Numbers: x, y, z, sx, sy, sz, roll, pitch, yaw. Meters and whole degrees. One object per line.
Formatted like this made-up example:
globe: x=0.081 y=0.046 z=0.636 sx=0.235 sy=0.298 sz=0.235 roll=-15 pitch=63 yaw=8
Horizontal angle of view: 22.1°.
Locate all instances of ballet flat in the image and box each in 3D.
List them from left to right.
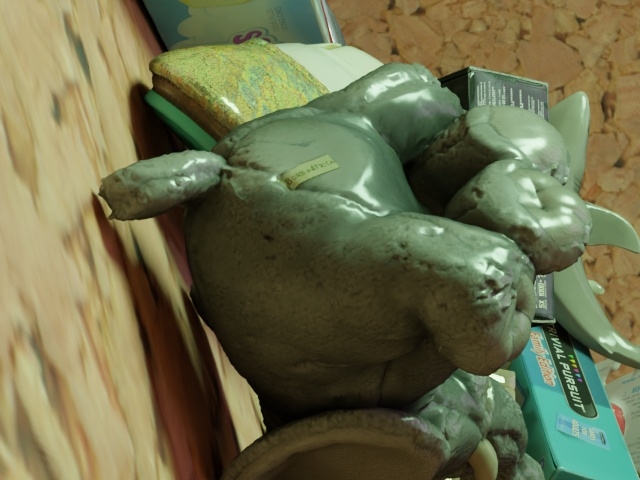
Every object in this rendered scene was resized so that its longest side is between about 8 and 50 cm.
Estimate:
ballet flat: x=0.006 y=-0.040 z=0.879 sx=0.348 sy=0.123 sz=0.123 roll=55 pitch=19 yaw=-65

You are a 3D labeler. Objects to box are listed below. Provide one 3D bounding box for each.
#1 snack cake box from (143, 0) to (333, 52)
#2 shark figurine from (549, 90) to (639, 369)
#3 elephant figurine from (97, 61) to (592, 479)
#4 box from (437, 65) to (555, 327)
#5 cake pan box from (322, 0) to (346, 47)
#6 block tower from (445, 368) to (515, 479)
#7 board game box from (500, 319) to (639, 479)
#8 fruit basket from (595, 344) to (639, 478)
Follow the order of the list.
snack cake box: x=-0.061 y=-0.185 z=0.898 sx=0.264 sy=0.089 sz=0.152 roll=66 pitch=8 yaw=-63
shark figurine: x=0.212 y=0.032 z=1.372 sx=0.278 sy=0.166 sz=0.116 roll=62 pitch=24 yaw=13
elephant figurine: x=0.016 y=0.057 z=0.712 sx=0.169 sy=0.186 sz=0.239 roll=-47 pitch=159 yaw=-45
box: x=0.094 y=-0.019 z=1.202 sx=0.147 sy=0.078 sz=0.180 roll=-16 pitch=-109 yaw=54
cake pan box: x=0.020 y=-0.137 z=1.886 sx=0.267 sy=0.070 sz=0.245 roll=13 pitch=59 yaw=-85
block tower: x=0.100 y=0.100 z=1.312 sx=0.091 sy=0.097 sz=0.335 roll=119 pitch=-20 yaw=-55
board game box: x=0.153 y=0.203 z=1.409 sx=0.336 sy=0.079 sz=0.253 roll=-96 pitch=-152 yaw=-61
fruit basket: x=0.253 y=0.259 z=1.543 sx=0.353 sy=0.165 sz=0.327 roll=-61 pitch=-168 yaw=-26
